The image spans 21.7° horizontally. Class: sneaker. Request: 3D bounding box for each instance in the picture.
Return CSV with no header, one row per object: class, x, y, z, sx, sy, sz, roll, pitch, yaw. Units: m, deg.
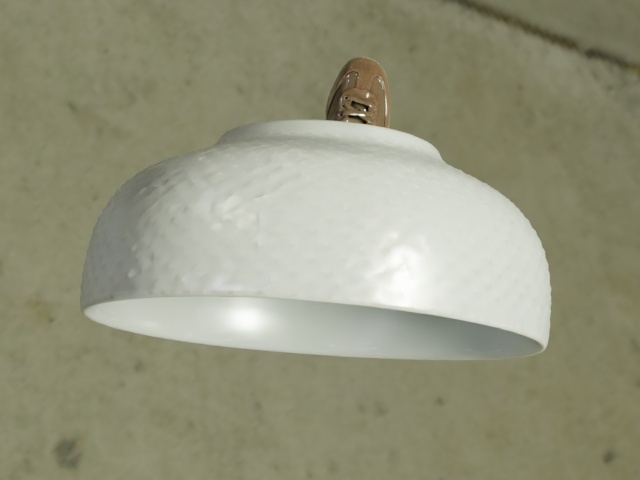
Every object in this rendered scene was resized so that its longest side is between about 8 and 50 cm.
sneaker,0.034,-0.091,1.622,0.066,0.071,0.188,13,82,-9

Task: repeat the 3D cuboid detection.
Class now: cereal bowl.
cereal bowl,0.000,0.000,1.200,0.339,0.339,0.141,13,76,-41
